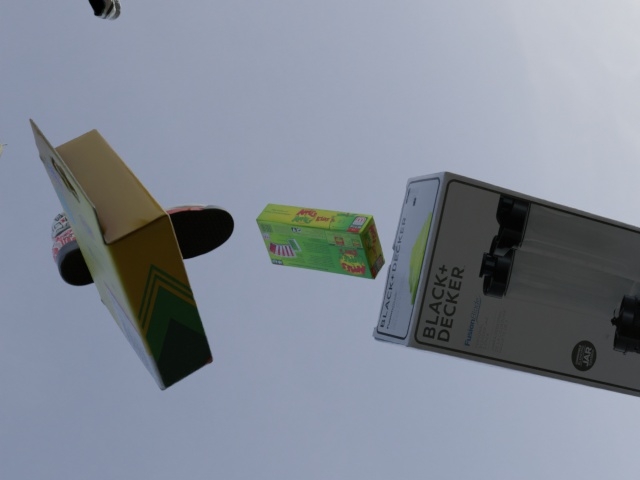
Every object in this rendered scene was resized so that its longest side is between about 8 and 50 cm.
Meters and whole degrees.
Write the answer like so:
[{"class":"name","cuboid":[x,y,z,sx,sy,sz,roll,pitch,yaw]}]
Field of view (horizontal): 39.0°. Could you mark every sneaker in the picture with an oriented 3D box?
[{"class":"sneaker","cuboid":[-0.325,-0.375,1.317,0.044,0.040,0.109,-39,-69,-64]},{"class":"sneaker","cuboid":[-0.278,-0.025,1.383,0.270,0.145,0.090,-18,-54,-15]}]

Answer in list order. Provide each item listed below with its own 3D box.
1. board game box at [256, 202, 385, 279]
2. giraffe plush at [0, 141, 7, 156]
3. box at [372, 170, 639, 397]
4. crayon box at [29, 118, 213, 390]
[{"class":"board game box","cuboid":[0.000,0.000,1.356,0.043,0.181,0.092,-55,-39,-38]},{"class":"giraffe plush","cuboid":[-0.446,-0.045,1.014,0.181,0.210,0.170,5,-80,-54]},{"class":"box","cuboid":[0.212,0.050,0.883,0.290,0.087,0.169,15,-95,-16]},{"class":"crayon box","cuboid":[-0.236,0.009,1.092,0.081,0.202,0.318,-29,-40,-18]}]
